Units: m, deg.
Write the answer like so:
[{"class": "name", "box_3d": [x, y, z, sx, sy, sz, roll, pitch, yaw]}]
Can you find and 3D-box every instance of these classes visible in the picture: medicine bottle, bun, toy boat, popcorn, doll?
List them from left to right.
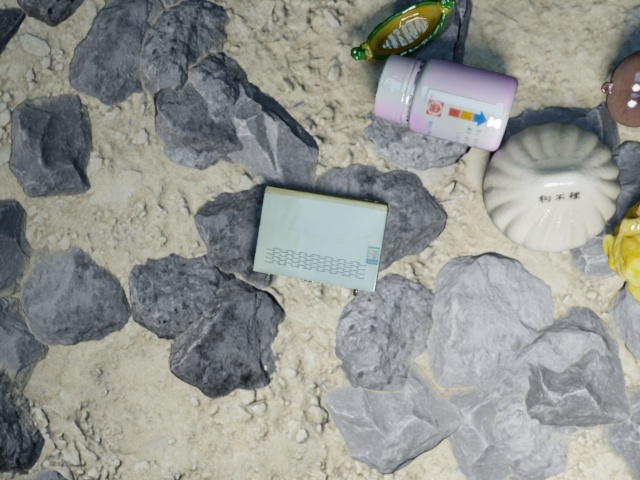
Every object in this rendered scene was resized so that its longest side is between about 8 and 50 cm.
[{"class": "toy boat", "box_3d": [0.169, -0.423, 1.319, 0.229, 0.088, 0.089, -29, 86, 10]}, {"class": "medicine bottle", "box_3d": [0.243, -0.274, 1.274, 0.254, 0.152, 0.152, 17, 94, 13]}, {"class": "bun", "box_3d": [0.439, -0.103, 1.224, 0.263, 0.175, 0.263, 0, 91, 14]}, {"class": "doll", "box_3d": [0.626, -0.277, 1.230, 0.188, 0.096, 0.145, 23, 112, -14]}, {"class": "popcorn", "box_3d": [0.633, 0.025, 1.178, 0.191, 0.190, 0.254, -38, 87, 18]}]

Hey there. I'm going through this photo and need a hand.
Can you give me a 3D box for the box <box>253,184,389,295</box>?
[{"class": "box", "box_3d": [0.000, 0.000, 1.382, 0.270, 0.045, 0.211, 8, 92, 11]}]
